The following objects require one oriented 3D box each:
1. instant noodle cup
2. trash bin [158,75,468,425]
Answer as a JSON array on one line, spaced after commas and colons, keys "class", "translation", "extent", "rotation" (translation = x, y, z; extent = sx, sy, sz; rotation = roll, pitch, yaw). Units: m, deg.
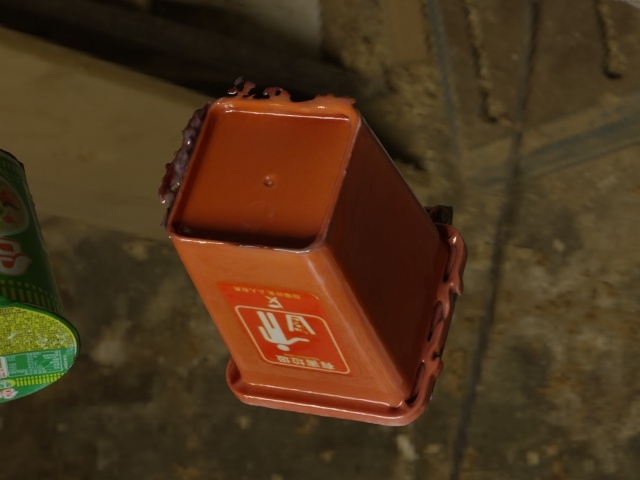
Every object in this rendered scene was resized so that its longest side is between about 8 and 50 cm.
[{"class": "instant noodle cup", "translation": [-0.369, 0.026, 1.687], "extent": [0.207, 0.207, 0.232], "rotation": [-34, 52, 29]}, {"class": "trash bin", "translation": [0.000, 0.000, 1.095], "extent": [0.161, 0.238, 0.184], "rotation": [6, 61, 22]}]
